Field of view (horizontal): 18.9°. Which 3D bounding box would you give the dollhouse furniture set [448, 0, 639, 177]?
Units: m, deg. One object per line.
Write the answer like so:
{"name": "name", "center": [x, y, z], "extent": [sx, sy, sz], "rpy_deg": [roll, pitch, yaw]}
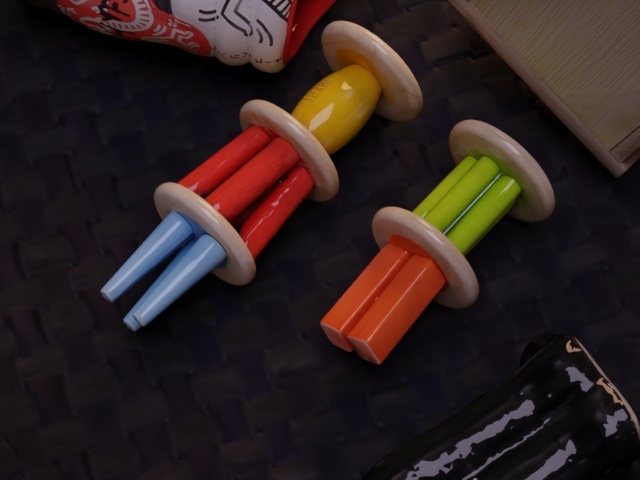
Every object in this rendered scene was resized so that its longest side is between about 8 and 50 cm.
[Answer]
{"name": "dollhouse furniture set", "center": [0.187, -0.161, 0.782], "extent": [0.212, 0.161, 0.242], "rpy_deg": [47, 55, 1]}

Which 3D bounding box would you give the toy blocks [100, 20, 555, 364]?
{"name": "toy blocks", "center": [0.000, 0.000, 0.752], "extent": [0.123, 0.054, 0.148], "rpy_deg": [39, 71, 16]}

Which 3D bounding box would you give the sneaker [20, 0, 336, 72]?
{"name": "sneaker", "center": [-0.021, -0.197, 0.824], "extent": [0.145, 0.090, 0.270], "rpy_deg": [20, 71, 8]}

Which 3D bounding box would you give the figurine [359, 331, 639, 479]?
{"name": "figurine", "center": [0.053, 0.169, 0.645], "extent": [0.209, 0.092, 0.215], "rpy_deg": [-31, 59, -10]}
